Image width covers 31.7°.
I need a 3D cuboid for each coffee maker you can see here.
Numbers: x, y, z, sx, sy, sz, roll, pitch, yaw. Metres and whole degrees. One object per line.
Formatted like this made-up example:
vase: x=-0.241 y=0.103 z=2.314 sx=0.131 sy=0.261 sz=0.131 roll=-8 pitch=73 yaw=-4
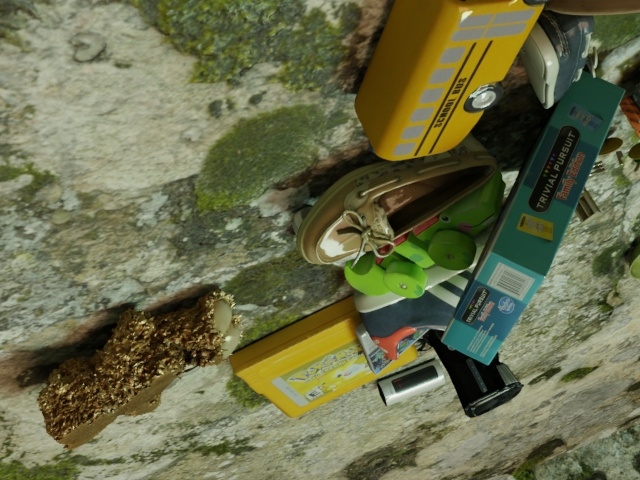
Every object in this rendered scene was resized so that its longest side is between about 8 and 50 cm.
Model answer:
coffee maker: x=0.279 y=0.248 z=2.174 sx=0.171 sy=0.178 sz=0.120 roll=-35 pitch=151 yaw=22

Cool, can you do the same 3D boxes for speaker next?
speaker: x=0.187 y=0.295 z=2.329 sx=0.136 sy=0.055 sz=0.055 roll=-19 pitch=154 yaw=-8

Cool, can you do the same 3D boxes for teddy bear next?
teddy bear: x=-0.268 y=0.178 z=1.691 sx=0.338 sy=0.113 sz=0.245 roll=-35 pitch=160 yaw=5

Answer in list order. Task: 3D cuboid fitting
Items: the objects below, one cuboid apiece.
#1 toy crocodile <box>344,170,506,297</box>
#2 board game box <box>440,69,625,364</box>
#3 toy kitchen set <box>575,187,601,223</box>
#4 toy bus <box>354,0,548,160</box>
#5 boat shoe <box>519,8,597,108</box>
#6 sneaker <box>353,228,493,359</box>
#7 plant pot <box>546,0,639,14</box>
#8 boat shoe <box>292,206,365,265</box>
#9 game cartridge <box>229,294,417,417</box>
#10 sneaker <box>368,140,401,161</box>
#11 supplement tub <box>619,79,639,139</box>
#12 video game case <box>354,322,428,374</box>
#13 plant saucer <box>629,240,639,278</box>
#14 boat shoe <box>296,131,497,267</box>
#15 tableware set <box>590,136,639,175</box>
toy crocodile: x=0.151 y=-0.008 z=1.627 sx=0.105 sy=0.115 sz=0.340 roll=30 pitch=149 yaw=-14
board game box: x=0.286 y=-0.031 z=1.532 sx=0.336 sy=0.079 sz=0.254 roll=-60 pitch=173 yaw=-32
toy kitchen set: x=0.412 y=-0.079 z=1.782 sx=0.068 sy=0.075 sz=0.083 roll=-38 pitch=155 yaw=25
toy bus: x=0.147 y=-0.231 z=1.235 sx=0.130 sy=0.108 sz=0.333 roll=-10 pitch=152 yaw=-21
boat shoe: x=0.281 y=-0.225 z=1.337 sx=0.079 sy=0.095 sz=0.254 roll=-28 pitch=167 yaw=6
sneaker: x=0.234 y=0.086 z=1.818 sx=0.350 sy=0.148 sz=0.131 roll=-21 pitch=-172 yaw=-2
plant pot: x=0.349 y=-0.317 z=1.179 sx=0.237 sy=0.237 sz=0.110 roll=-17 pitch=112 yaw=-14
boat shoe: x=0.000 y=0.000 z=1.610 sx=0.063 sy=0.066 sz=0.184 roll=-34 pitch=162 yaw=17
game cartridge: x=0.016 y=0.209 z=2.026 sx=0.285 sy=0.053 sz=0.324 roll=-27 pitch=155 yaw=5
sneaker: x=0.111 y=-0.147 z=1.429 sx=0.058 sy=0.052 sz=0.135 roll=6 pitch=140 yaw=-38
supplement tub: x=0.527 y=-0.207 z=1.590 sx=0.190 sy=0.117 sz=0.117 roll=-31 pitch=153 yaw=16
video game case: x=0.151 y=0.130 z=1.940 sx=0.201 sy=0.023 sz=0.183 roll=-40 pitch=152 yaw=-10
plant saucer: x=0.712 y=-0.003 z=2.226 sx=0.241 sy=0.037 sz=0.241 roll=-19 pitch=154 yaw=-9
boat shoe: x=0.098 y=-0.052 z=1.497 sx=0.285 sy=0.089 sz=0.104 roll=-35 pitch=135 yaw=-1
tableware set: x=0.452 y=-0.129 z=1.701 sx=0.154 sy=0.104 sz=0.024 roll=-22 pitch=115 yaw=16
